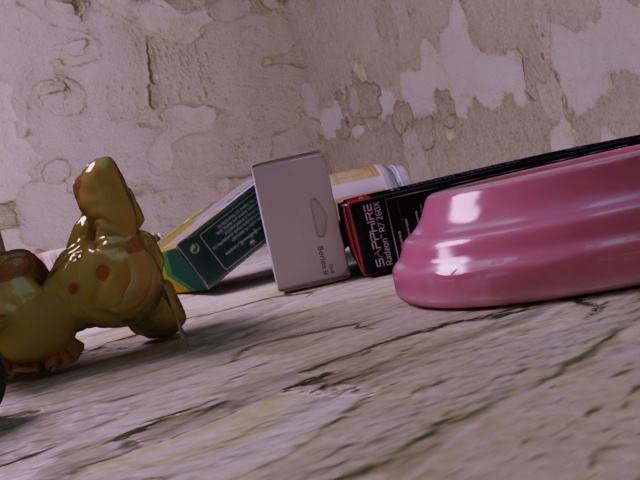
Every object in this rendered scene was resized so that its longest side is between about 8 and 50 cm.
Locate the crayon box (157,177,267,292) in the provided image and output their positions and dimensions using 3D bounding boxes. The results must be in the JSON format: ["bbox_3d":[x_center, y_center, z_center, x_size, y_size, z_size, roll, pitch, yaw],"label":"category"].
[{"bbox_3d":[-0.161,-0.010,1.323,0.203,0.083,0.323,-40,11,-20],"label":"crayon box"}]

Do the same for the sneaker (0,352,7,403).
[{"bbox_3d":[-0.334,0.075,0.537,0.130,0.087,0.228,-21,-35,41],"label":"sneaker"}]

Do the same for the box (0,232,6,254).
[{"bbox_3d":[-0.366,0.001,0.834,0.094,0.275,0.113,-14,1,-18],"label":"box"}]

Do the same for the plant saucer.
[{"bbox_3d":[0.216,-0.025,0.669,0.332,0.084,0.332,-12,3,1],"label":"plant saucer"}]

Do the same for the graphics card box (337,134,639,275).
[{"bbox_3d":[0.212,-0.047,1.029,0.371,0.094,0.233,-14,2,0],"label":"graphics card box"}]

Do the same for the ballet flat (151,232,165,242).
[{"bbox_3d":[-0.313,0.042,1.519,0.108,0.106,0.316,-15,1,18],"label":"ballet flat"}]

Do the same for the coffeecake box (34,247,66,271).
[{"bbox_3d":[-0.461,0.068,1.593,0.186,0.068,0.142,-15,-21,-31],"label":"coffeecake box"}]

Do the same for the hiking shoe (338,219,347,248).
[{"bbox_3d":[0.000,0.000,1.338,0.114,0.086,0.227,-6,14,14],"label":"hiking shoe"}]

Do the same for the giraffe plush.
[{"bbox_3d":[-0.226,0.051,0.758,0.171,0.181,0.210,-23,39,-7],"label":"giraffe plush"}]

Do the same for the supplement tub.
[{"bbox_3d":[0.078,-0.074,1.701,0.200,0.144,0.144,-13,3,-9],"label":"supplement tub"}]

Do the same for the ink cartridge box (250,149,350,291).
[{"bbox_3d":[-0.027,-0.026,1.061,0.093,0.154,0.212,-13,3,-4],"label":"ink cartridge box"}]
